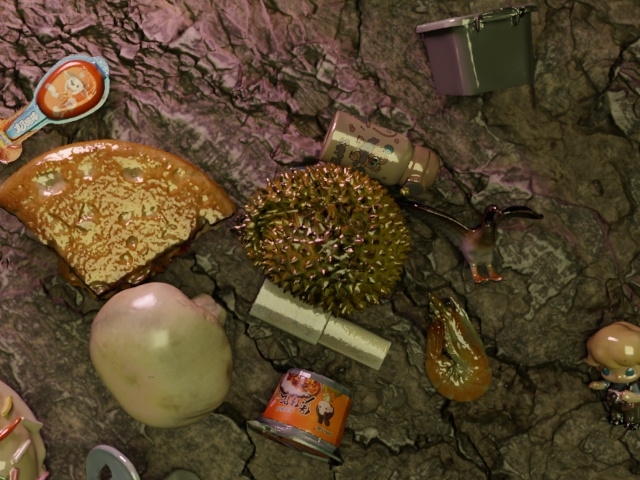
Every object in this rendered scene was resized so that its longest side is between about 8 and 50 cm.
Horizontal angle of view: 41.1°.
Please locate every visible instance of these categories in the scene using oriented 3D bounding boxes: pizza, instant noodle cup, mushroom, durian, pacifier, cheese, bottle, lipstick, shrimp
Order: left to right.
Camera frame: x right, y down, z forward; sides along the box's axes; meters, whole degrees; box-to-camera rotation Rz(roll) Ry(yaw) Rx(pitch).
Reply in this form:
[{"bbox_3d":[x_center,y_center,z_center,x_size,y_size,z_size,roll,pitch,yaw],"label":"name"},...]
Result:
[{"bbox_3d":[-0.474,-0.233,1.489,0.256,0.037,0.106,-38,92,-7],"label":"cheese"},{"bbox_3d":[-0.346,-0.037,1.463,0.409,0.114,0.277,-2,88,-6],"label":"pizza"},{"bbox_3d":[-0.285,0.459,1.454,0.207,0.227,0.279,-26,71,-38],"label":"pacifier"},{"bbox_3d":[-0.251,0.175,1.436,0.254,0.234,0.260,29,130,10],"label":"mushroom"},{"bbox_3d":[-0.020,0.298,1.475,0.177,0.208,0.125,12,69,34],"label":"instant noodle cup"},{"bbox_3d":[-0.001,0.149,1.516,0.253,0.077,0.079,25,88,-5],"label":"lipstick"},{"bbox_3d":[0.005,-0.009,1.437,0.293,0.258,0.258,30,85,23],"label":"durian"},{"bbox_3d":[0.108,-0.147,1.520,0.209,0.097,0.110,20,54,-5],"label":"bottle"},{"bbox_3d":[0.237,0.197,1.559,0.115,0.051,0.217,-23,94,-4],"label":"shrimp"}]

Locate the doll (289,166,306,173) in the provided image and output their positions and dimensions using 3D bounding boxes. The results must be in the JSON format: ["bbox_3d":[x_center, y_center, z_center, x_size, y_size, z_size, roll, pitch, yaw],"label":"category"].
[{"bbox_3d":[0.002,-0.105,1.546,0.125,0.027,0.037,15,95,-6],"label":"doll"}]

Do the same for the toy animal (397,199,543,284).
[{"bbox_3d":[0.296,-0.004,1.506,0.272,0.197,0.160,-5,93,-11],"label":"toy animal"}]

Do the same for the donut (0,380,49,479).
[{"bbox_3d":[-0.646,0.395,1.408,0.382,0.142,0.382,0,90,-7],"label":"donut"}]

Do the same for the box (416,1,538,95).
[{"bbox_3d":[0.274,-0.327,1.486,0.163,0.243,0.135,-12,103,-7],"label":"box"}]

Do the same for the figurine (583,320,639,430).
[{"bbox_3d":[0.549,0.248,1.573,0.108,0.114,0.196,-7,101,-30],"label":"figurine"}]
